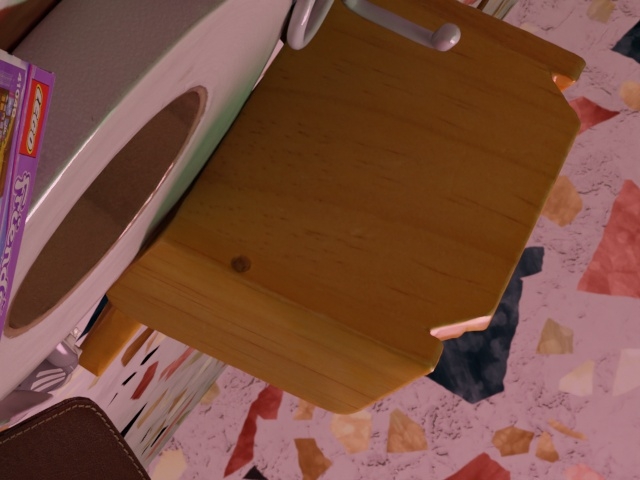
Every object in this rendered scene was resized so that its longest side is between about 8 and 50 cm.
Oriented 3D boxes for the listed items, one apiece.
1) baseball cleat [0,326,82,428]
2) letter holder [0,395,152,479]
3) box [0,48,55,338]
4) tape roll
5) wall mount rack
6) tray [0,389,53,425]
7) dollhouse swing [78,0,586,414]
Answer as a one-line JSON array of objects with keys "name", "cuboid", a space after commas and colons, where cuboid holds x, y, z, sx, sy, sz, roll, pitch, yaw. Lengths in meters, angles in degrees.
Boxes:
[{"name": "baseball cleat", "cuboid": [-0.242, 0.107, 1.548, 0.109, 0.072, 0.206, -44, 169, -13]}, {"name": "letter holder", "cuboid": [-0.198, 0.290, 1.453, 0.214, 0.302, 0.152, -27, 179, -17]}, {"name": "box", "cuboid": [-0.202, 0.047, 0.914, 0.201, 0.057, 0.293, 19, 83, -84]}, {"name": "tape roll", "cuboid": [-0.161, -0.039, 1.259, 0.392, 0.072, 0.392, -52, 174, -7]}, {"name": "wall mount rack", "cuboid": [0.105, -0.276, 1.324, 0.304, 0.130, 0.350, 103, 12, -80]}, {"name": "tray", "cuboid": [-0.297, 0.152, 1.395, 0.145, 0.030, 0.270, -28, 179, 11]}, {"name": "dollhouse swing", "cuboid": [0.000, 0.000, 1.624, 0.305, 0.315, 0.347, 107, 9, -53]}]
